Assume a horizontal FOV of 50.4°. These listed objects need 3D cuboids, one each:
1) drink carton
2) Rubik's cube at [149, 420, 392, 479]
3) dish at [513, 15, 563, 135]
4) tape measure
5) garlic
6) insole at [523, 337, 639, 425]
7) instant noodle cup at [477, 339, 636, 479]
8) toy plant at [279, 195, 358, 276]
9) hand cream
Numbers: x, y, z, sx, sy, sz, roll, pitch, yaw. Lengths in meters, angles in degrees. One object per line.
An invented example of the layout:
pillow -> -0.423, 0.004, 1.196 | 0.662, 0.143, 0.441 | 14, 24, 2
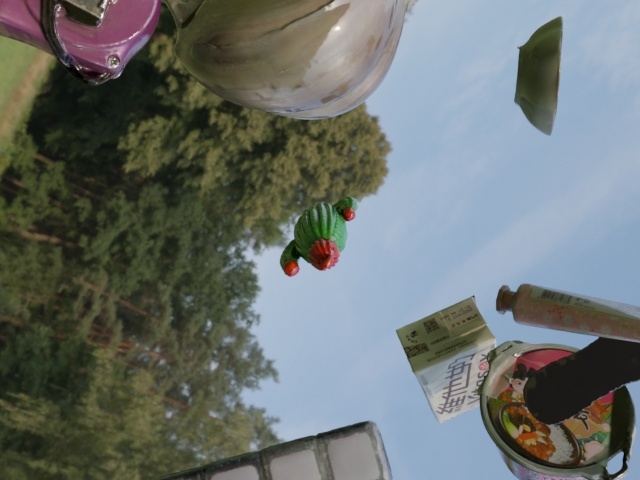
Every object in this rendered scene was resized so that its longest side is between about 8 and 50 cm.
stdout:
drink carton -> 0.314, 0.289, 1.582 | 0.194, 0.324, 0.132 | -25, -129, 3
Rubik's cube -> -0.036, 0.299, 0.567 | 0.237, 0.238, 0.237 | 84, -10, -68
dish -> 0.349, -0.266, 1.101 | 0.066, 0.190, 0.190 | 5, -120, 15
tape measure -> -0.193, -0.195, 0.554 | 0.125, 0.118, 0.074 | -71, -163, -5
garlic -> -0.030, -0.230, 0.663 | 0.292, 0.210, 0.237 | -21, -100, 14
insole -> 0.332, 0.118, 0.723 | 0.253, 0.086, 0.005 | -28, -175, 4
instant noodle cup -> 0.423, 0.342, 1.242 | 0.258, 0.181, 0.302 | -19, -133, -5
toy plant -> -0.009, 0.002, 1.223 | 0.155, 0.088, 0.240 | -26, -158, 33
hand cream -> 0.277, 0.076, 0.661 | 0.210, 0.067, 0.043 | 10, -74, 34
